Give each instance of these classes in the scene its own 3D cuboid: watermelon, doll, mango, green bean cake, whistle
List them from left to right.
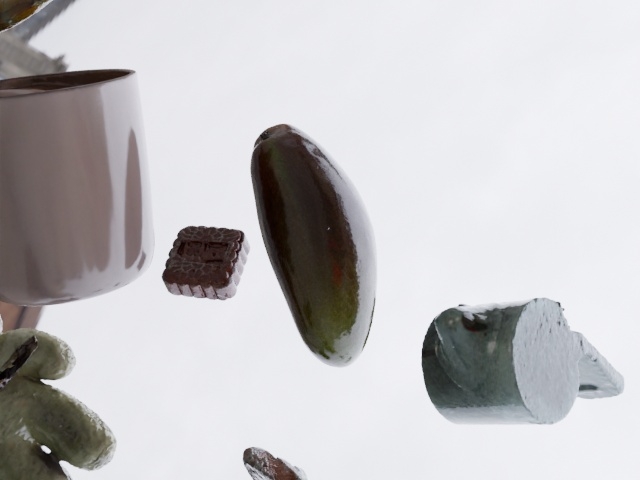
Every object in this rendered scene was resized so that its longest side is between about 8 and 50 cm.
[{"bbox_3d":[-0.343,0.162,0.935,0.175,0.278,0.149,-49,175,-37],"label":"doll"},{"bbox_3d":[-0.203,0.036,1.598,0.135,0.056,0.136,3,-126,17],"label":"green bean cake"},{"bbox_3d":[-0.085,0.432,1.686,0.071,0.139,0.187,-50,-159,-24],"label":"watermelon"},{"bbox_3d":[0.000,0.000,0.950,0.111,0.133,0.268,-20,-103,15],"label":"mango"},{"bbox_3d":[0.322,0.182,1.415,0.168,0.404,0.188,-11,-97,44],"label":"whistle"}]

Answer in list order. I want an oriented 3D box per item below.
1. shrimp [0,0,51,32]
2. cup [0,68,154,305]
[{"bbox_3d":[-0.253,-0.292,0.891,0.198,0.051,0.262,-18,-141,14],"label":"shrimp"},{"bbox_3d":[-0.285,-0.057,0.896,0.252,0.191,0.201,7,-69,35],"label":"cup"}]
